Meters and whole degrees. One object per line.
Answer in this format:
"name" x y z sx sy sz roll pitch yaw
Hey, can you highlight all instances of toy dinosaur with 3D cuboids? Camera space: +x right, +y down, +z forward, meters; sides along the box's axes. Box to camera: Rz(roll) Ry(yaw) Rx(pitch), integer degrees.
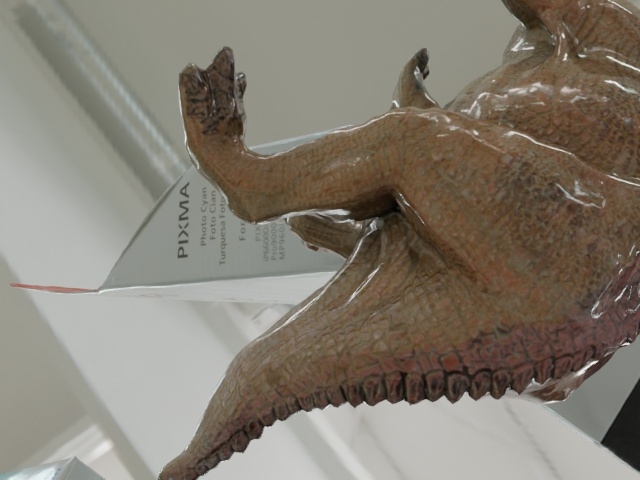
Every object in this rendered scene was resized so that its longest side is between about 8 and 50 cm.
"toy dinosaur" 0.085 -0.012 0.390 0.200 0.295 0.127 38 -24 22

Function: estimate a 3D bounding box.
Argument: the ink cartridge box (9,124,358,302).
"ink cartridge box" 0.000 0.000 0.921 0.385 0.308 0.091 -4 -97 46

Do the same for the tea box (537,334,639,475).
"tea box" 0.324 0.054 0.689 0.323 0.329 0.220 35 -72 26

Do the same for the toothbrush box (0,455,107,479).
"toothbrush box" -0.213 0.308 1.080 0.216 0.126 0.295 40 -29 -15
